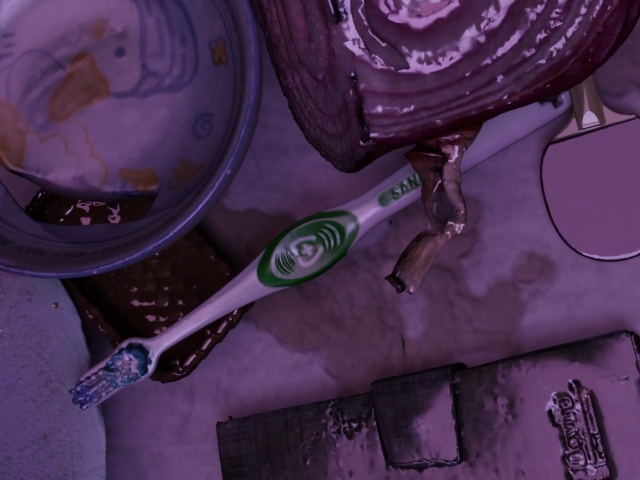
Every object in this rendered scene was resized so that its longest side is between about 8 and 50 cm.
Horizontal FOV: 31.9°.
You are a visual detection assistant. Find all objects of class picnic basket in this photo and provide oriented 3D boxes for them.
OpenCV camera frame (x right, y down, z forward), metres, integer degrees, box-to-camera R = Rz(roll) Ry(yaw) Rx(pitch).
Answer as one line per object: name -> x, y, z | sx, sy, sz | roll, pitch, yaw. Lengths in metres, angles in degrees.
picnic basket -> -0.140, 0.018, 0.866 | 0.110, 0.055, 0.193 | -47, 71, 5

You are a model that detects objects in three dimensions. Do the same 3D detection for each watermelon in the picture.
watermelon -> -0.319, 0.128, 0.847 | 0.289, 0.213, 0.320 | -9, 98, 32

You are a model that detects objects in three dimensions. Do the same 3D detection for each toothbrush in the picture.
toothbrush -> 0.000, 0.000, 0.791 | 0.418, 0.040, 0.042 | -33, 92, 2

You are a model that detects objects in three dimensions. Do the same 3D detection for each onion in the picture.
onion -> 0.078, -0.176, 0.703 | 0.230, 0.272, 0.256 | -24, 45, -8

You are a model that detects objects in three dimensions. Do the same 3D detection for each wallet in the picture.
wallet -> 0.082, 0.174, 0.775 | 0.316, 0.044, 0.169 | -15, 80, 19

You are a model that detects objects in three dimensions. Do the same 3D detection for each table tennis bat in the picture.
table tennis bat -> 0.188, -0.063, 0.754 | 0.087, 0.013, 0.157 | -14, 90, 14

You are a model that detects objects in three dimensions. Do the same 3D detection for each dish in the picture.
dish -> -0.163, -0.104, 0.810 | 0.273, 0.134, 0.274 | -1, 83, 10
